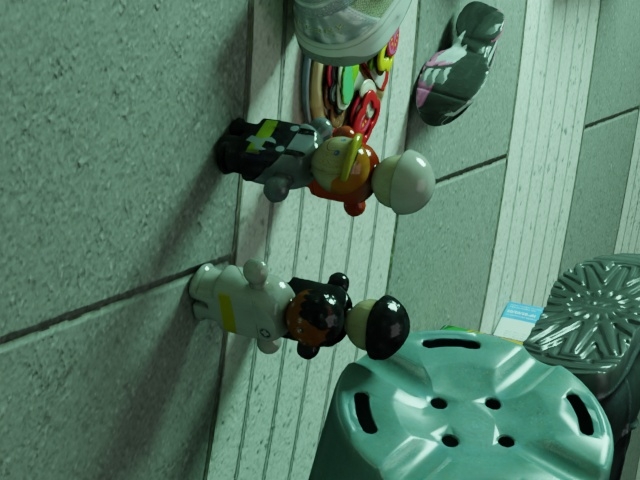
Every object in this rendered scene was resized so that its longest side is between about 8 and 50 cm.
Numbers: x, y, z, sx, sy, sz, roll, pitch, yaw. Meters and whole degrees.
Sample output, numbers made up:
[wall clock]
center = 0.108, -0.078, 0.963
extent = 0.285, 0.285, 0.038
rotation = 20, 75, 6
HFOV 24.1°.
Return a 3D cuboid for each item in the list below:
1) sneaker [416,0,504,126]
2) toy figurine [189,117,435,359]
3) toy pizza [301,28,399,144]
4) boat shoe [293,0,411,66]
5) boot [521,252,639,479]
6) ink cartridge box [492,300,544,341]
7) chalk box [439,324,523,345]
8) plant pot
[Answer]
[sneaker]
center = 0.165, -0.187, 1.712
extent = 0.178, 0.072, 0.077
rotation = -55, 159, -32
[toy figurine]
center = 0.000, 0.000, 1.309
extent = 0.209, 0.148, 0.213
rotation = 16, 87, -67
[toy pizza]
center = 0.038, -0.175, 1.460
extent = 0.201, 0.032, 0.201
rotation = 12, 90, -67
[boat shoe]
center = 0.063, -0.307, 1.352
extent = 0.320, 0.118, 0.103
rotation = -61, 157, -21
[boot]
center = 0.317, 0.274, 1.730
extent = 0.367, 0.146, 0.445
rotation = -33, 126, -50
[ink cartridge box]
center = 0.270, 0.189, 2.151
extent = 0.104, 0.061, 0.181
rotation = 80, 31, -41
[chalk box]
center = 0.171, 0.243, 1.793
extent = 0.289, 0.179, 0.180
rotation = -35, 132, -59
[plant pot]
center = 0.116, 0.287, 1.409
extent = 0.341, 0.341, 0.334
rotation = -46, 151, -52
